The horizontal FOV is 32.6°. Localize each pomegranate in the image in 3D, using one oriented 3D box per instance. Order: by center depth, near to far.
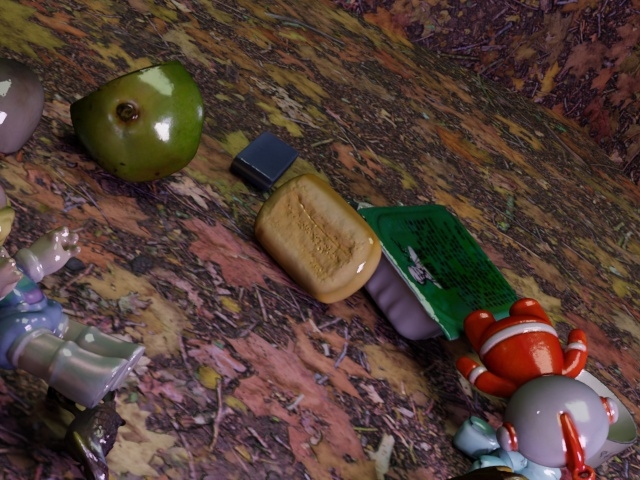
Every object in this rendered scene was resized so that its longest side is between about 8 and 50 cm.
[{"bbox_3d":[-0.280,-0.165,1.663,0.190,0.241,0.159,-29,100,-42],"label":"pomegranate"}]

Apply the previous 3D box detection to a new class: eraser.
[{"bbox_3d":[-0.099,-0.148,1.998,0.082,0.036,0.225,34,22,-1],"label":"eraser"}]

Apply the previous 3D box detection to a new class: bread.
[{"bbox_3d":[0.000,0.000,1.713,0.217,0.147,0.098,50,7,27],"label":"bread"}]

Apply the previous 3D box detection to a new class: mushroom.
[{"bbox_3d":[-0.456,-0.201,1.546,0.141,0.117,0.188,42,17,-11],"label":"mushroom"}]

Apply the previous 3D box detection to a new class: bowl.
[{"bbox_3d":[0.375,0.276,1.703,0.211,0.112,0.211,29,24,-14],"label":"bowl"}]

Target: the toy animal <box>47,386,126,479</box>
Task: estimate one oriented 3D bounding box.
[{"bbox_3d":[-0.230,0.191,1.115,0.105,0.070,0.202,43,11,-34],"label":"toy animal"}]

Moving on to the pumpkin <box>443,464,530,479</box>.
[{"bbox_3d":[0.159,0.326,1.290,0.149,0.130,0.254,30,24,-11],"label":"pumpkin"}]

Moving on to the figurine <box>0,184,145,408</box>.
[{"bbox_3d":[-0.359,0.038,1.055,0.382,0.205,0.224,41,20,18],"label":"figurine"}]

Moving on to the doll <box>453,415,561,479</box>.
[{"bbox_3d":[0.265,0.315,1.546,0.159,0.059,0.159,28,22,-9],"label":"doll"}]

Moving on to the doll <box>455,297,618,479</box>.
[{"bbox_3d":[0.314,0.215,1.558,0.200,0.105,0.336,-14,40,-7],"label":"doll"}]

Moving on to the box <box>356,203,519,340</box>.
[{"bbox_3d":[0.185,0.070,1.839,0.337,0.106,0.264,-5,54,-56],"label":"box"}]

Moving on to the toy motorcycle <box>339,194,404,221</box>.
[{"bbox_3d":[0.078,-0.031,1.942,0.150,0.102,0.221,23,12,30],"label":"toy motorcycle"}]
